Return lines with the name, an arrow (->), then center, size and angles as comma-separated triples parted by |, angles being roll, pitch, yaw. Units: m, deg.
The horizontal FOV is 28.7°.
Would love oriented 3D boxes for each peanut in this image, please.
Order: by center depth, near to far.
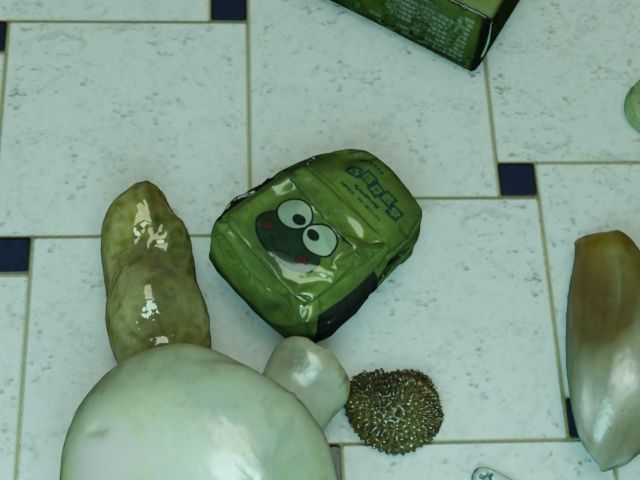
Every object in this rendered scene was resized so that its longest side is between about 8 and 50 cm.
peanut -> -0.201, 0.051, 1.500 | 0.122, 0.137, 0.253 | -7, 63, -9

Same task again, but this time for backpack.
backpack -> 0.000, 0.000, 1.540 | 0.253, 0.140, 0.207 | -37, 73, -26

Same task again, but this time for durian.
durian -> 0.079, 0.191, 1.489 | 0.140, 0.071, 0.110 | 16, 64, 9

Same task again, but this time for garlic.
garlic -> 0.373, 0.124, 1.531 | 0.143, 0.112, 0.318 | 3, 54, 1

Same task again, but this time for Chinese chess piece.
Chinese chess piece -> 0.457, -0.183, 1.707 | 0.084, 0.034, 0.084 | 1, 66, -3

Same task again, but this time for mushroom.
mushroom -> -0.106, 0.241, 1.326 | 0.315, 0.315, 0.356 | 41, 82, 15

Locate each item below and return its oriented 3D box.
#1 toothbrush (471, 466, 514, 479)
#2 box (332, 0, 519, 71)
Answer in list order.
toothbrush -> 0.354, 0.352, 1.446 | 0.386, 0.040, 0.040 | 25, 66, 8
box -> 0.129, -0.489, 1.773 | 0.420, 0.138, 0.373 | 28, 65, 9
